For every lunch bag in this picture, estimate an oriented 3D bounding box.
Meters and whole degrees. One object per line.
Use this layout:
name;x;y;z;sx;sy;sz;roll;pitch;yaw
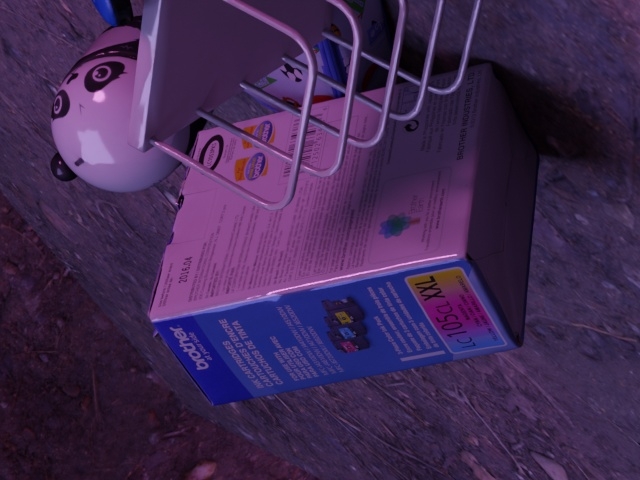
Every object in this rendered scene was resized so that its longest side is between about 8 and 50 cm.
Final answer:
lunch bag;-0.067;-0.250;2.025;0.303;0.115;0.243;30;158;30

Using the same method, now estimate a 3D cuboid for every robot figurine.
robot figurine;-0.220;-0.168;2.339;0.173;0.278;0.209;10;116;6

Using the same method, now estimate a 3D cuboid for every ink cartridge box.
ink cartridge box;0.000;0.000;1.921;0.395;0.270;0.151;-11;133;22

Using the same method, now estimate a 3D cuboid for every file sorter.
file sorter;-0.006;-0.177;1.693;0.173;0.277;0.193;30;132;23

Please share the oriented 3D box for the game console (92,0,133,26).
game console;-0.161;-0.366;1.600;0.250;0.173;0.293;-125;17;-52
